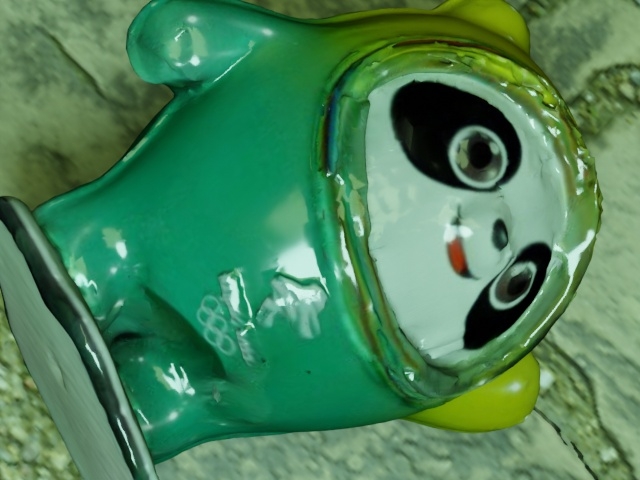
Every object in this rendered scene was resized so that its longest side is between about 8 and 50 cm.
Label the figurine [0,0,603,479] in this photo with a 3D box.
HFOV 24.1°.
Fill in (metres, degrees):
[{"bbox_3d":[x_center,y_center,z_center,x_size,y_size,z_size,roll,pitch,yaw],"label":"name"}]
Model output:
[{"bbox_3d":[0.000,0.000,0.851,0.340,0.231,0.324,-24,109,-20],"label":"figurine"}]
